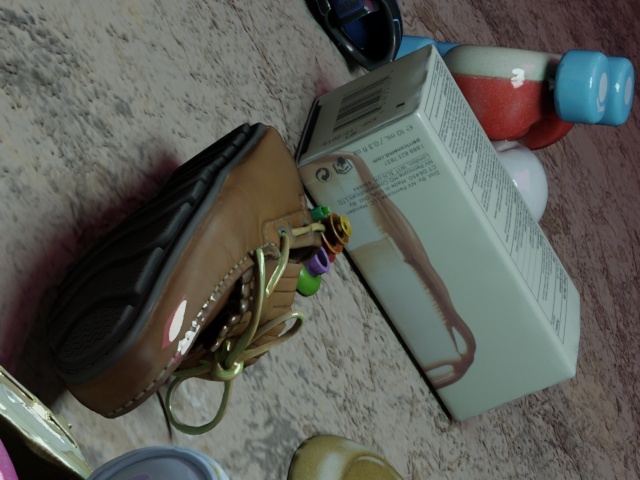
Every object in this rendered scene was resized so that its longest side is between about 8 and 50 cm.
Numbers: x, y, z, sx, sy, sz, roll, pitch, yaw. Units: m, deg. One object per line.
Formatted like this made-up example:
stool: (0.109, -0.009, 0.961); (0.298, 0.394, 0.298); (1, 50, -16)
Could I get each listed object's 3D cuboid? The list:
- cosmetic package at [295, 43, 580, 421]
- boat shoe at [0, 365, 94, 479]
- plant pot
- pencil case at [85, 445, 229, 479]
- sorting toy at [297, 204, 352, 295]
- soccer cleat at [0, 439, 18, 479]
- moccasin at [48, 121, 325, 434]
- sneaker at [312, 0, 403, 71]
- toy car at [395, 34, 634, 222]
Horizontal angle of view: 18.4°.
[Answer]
cosmetic package: (0.111, -0.005, 1.783); (0.296, 0.129, 0.153); (57, 22, -20)
boat shoe: (-0.160, 0.116, 1.123); (0.135, 0.050, 0.045); (52, 31, -32)
plant pot: (0.049, 0.254, 1.502); (0.236, 0.032, 0.236); (50, 26, -35)
pencil case: (-0.047, 0.234, 1.134); (0.113, 0.124, 0.273); (-58, 137, -29)
sorting toy: (0.000, 0.000, 1.632); (0.061, 0.042, 0.102); (59, 23, -18)
soccer cleat: (-0.165, 0.214, 0.960); (0.143, 0.116, 0.331); (29, 42, -82)
moccasin: (-0.075, 0.035, 1.317); (0.147, 0.139, 0.380); (54, 13, -6)
sneaker: (0.016, -0.267, 1.893); (0.232, 0.081, 0.090); (57, 16, -27)
toy car: (0.185, -0.080, 2.015); (0.210, 0.219, 0.238); (-6, 102, -69)
